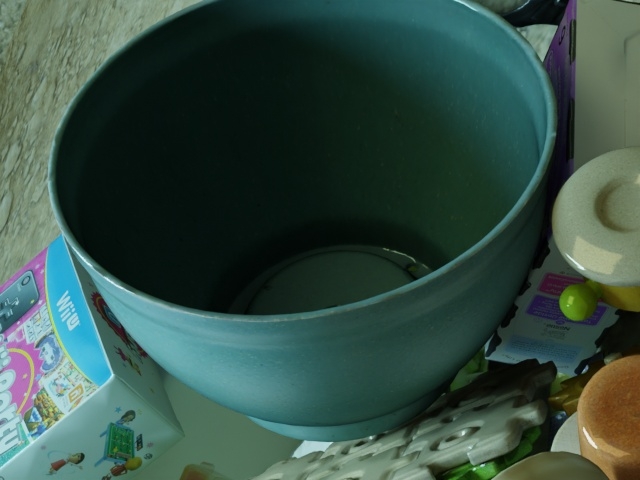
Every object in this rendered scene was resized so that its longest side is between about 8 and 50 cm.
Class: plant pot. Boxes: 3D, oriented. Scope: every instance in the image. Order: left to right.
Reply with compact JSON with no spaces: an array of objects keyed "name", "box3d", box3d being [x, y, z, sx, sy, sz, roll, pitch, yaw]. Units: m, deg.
[{"name":"plant pot","box3d":[0.000,0.000,0.875,0.196,0.293,0.293,79,-178,-46]}]

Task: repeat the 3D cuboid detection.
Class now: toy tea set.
[{"name":"toy tea set","box3d":[0.245,0.013,0.736,0.336,0.124,0.200,-35,50,-3]}]

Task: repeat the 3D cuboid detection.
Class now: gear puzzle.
[{"name":"gear puzzle","box3d":[0.070,0.135,0.855,0.339,0.044,0.175,-26,4,17]}]

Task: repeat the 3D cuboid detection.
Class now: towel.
[{"name":"towel","box3d":[0.174,0.118,0.952,0.060,0.009,0.083,-25,49,51]}]

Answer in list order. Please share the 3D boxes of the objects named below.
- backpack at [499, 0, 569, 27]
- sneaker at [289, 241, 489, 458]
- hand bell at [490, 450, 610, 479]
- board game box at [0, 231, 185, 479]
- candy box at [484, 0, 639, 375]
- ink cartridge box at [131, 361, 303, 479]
[{"name":"backpack","box3d":[0.050,-0.257,1.171,0.263,0.276,0.213,175,86,-79]},{"name":"sneaker","box3d":[0.078,0.115,1.018,0.147,0.145,0.385,9,85,47]},{"name":"hand bell","box3d":[0.163,0.180,0.544,0.242,0.126,0.126,20,88,51]},{"name":"board game box","box3d":[-0.277,0.166,1.168,0.303,0.097,0.224,-39,36,4]},{"name":"candy box","box3d":[0.166,-0.031,0.917,0.196,0.070,0.165,105,174,-56]},{"name":"ink cartridge box","box3d":[-0.186,0.254,1.315,0.279,0.160,0.385,23,90,61]}]
